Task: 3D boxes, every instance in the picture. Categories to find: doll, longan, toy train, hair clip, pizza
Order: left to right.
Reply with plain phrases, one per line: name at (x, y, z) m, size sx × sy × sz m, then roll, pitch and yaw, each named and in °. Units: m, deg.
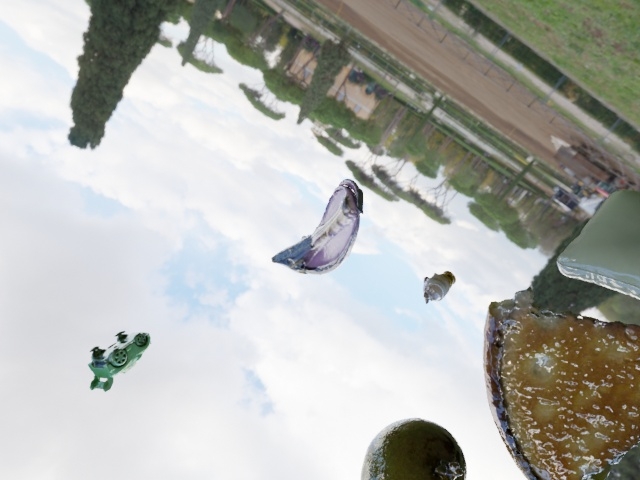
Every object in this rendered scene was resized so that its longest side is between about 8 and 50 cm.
toy train at (-0.460, 0.268, 1.013) m, size 0.149 × 0.099 × 0.081 m, roll -35°, pitch -68°, yaw -55°
hair clip at (0.000, 0.002, 0.864) m, size 0.096 × 0.359 × 0.110 m, roll 33°, pitch -120°, yaw -13°
longan at (0.134, 0.321, 0.602) m, size 0.145 × 0.176 × 0.154 m, roll 22°, pitch -133°, yaw -21°
doll at (0.326, 0.132, 1.275) m, size 0.127 × 0.073 × 0.084 m, roll -30°, pitch -137°, yaw -29°
pizza at (0.227, 0.105, 0.347) m, size 0.052 × 0.195 × 0.185 m, roll -83°, pitch -23°, yaw -77°

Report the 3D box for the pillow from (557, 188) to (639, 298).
pillow at (0.675, 0.020, 0.858) m, size 0.322 × 0.255 × 0.119 m, roll 27°, pitch 158°, yaw 50°
